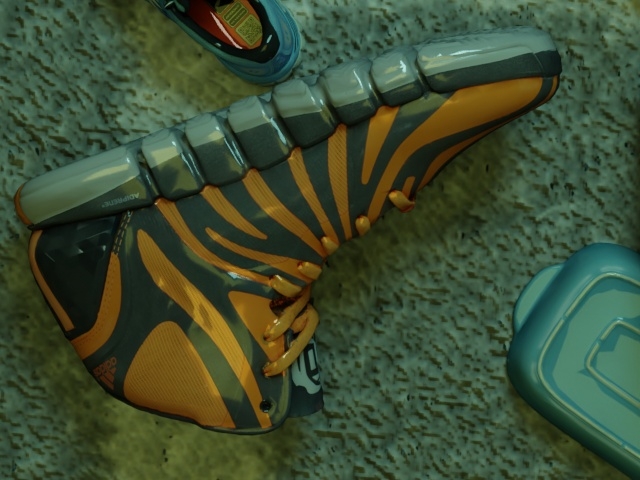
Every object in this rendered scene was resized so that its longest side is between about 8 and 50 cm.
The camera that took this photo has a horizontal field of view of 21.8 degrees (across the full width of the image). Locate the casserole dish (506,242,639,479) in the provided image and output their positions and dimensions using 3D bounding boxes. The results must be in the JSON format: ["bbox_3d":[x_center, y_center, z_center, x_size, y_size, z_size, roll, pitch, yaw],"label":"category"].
[{"bbox_3d":[0.197,0.082,0.960,0.188,0.037,0.114,34,94,1],"label":"casserole dish"}]

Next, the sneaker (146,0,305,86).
[{"bbox_3d":[-0.075,-0.155,0.948,0.162,0.073,0.063,39,94,1],"label":"sneaker"}]

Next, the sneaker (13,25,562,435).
[{"bbox_3d":[0.000,0.000,0.938,0.321,0.124,0.180,-19,95,14],"label":"sneaker"}]
